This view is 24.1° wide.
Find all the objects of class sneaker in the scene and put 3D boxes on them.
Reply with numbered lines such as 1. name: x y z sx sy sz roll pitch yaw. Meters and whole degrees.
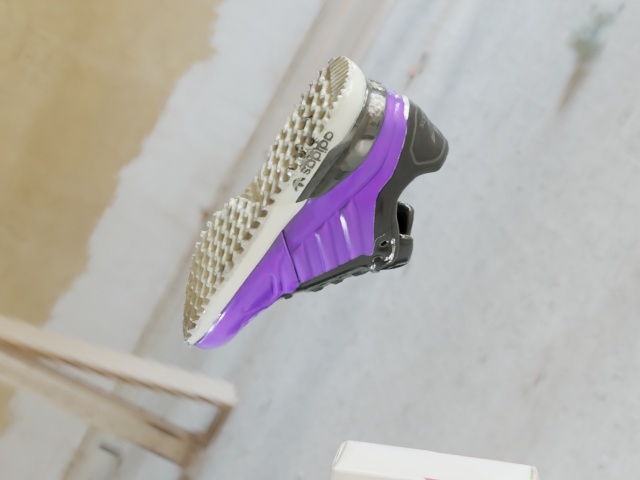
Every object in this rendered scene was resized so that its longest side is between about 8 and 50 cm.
1. sneaker: 0.000 0.000 1.219 0.293 0.146 0.102 -53 24 30

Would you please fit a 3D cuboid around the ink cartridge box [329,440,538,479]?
1. ink cartridge box: 0.103 0.364 1.526 0.117 0.207 0.283 -42 -42 -79
